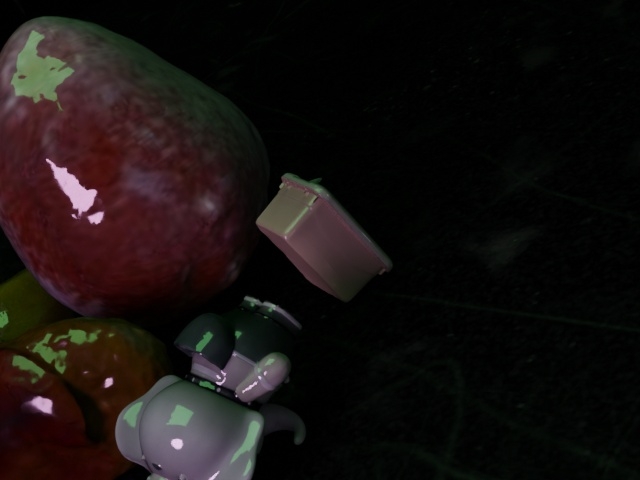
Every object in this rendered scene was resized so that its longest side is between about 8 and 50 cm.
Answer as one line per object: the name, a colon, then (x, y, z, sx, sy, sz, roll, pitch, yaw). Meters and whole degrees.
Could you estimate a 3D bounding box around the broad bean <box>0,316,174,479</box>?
broad bean: (-0.235, 0.152, 0.927, 0.228, 0.156, 0.122, -21, -5, 17)

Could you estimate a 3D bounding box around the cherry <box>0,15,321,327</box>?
cherry: (-0.214, -0.073, 1.139, 0.291, 0.335, 0.326, -45, 2, 4)

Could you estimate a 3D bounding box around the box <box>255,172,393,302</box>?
box: (0.000, 0.000, 1.001, 0.062, 0.122, 0.089, -48, 30, -10)

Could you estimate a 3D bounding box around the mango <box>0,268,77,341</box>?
mango: (-0.345, 0.086, 1.226, 0.136, 0.099, 0.227, -30, 17, 16)

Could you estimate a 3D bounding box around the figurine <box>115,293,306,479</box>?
figurine: (-0.083, 0.138, 0.835, 0.147, 0.126, 0.192, 15, 66, 43)

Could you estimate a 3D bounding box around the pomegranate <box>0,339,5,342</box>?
pomegranate: (-0.480, 0.169, 1.003, 0.358, 0.216, 0.310, -46, 11, -16)
